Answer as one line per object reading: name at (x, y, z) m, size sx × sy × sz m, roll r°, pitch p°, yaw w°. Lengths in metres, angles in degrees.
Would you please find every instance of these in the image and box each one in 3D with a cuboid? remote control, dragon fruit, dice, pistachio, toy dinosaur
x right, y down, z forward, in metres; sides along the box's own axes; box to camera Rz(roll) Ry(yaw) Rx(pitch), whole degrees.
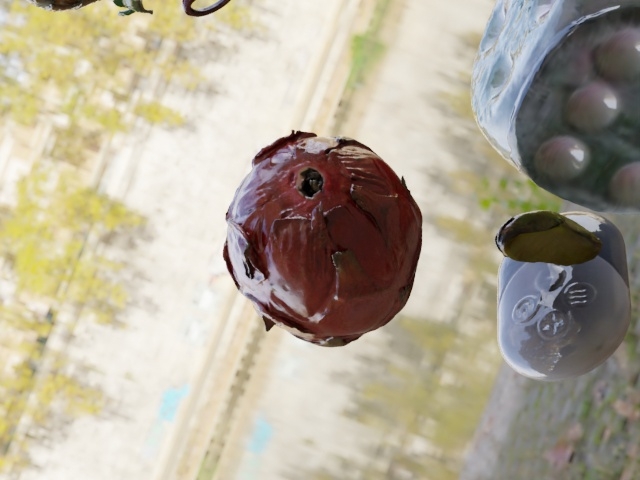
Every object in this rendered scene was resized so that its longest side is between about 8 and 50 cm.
remote control at (0.386, 0.085, 2.113) m, size 0.103 × 0.221 × 0.332 m, roll 54°, pitch -150°, yaw -37°
dragon fruit at (0.002, -0.001, 1.480) m, size 0.241 × 0.240 × 0.252 m, roll -73°, pitch -8°, yaw -53°
dice at (0.426, -0.257, 1.892) m, size 0.348 × 0.330 × 0.328 m, roll -83°, pitch 18°, yaw -54°
pistachio at (0.349, -0.010, 2.028) m, size 0.049 × 0.172 × 0.090 m, roll -101°, pitch 22°, yaw -48°
toy dinosaur at (-0.284, -0.368, 1.990) m, size 0.120 × 0.060 × 0.029 m, roll 96°, pitch 165°, yaw -72°

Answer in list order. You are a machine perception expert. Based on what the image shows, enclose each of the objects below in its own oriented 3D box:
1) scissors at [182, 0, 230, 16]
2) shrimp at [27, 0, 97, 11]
scissors at (-0.061, -0.354, 1.565) m, size 0.144 × 0.247 × 0.017 m, roll 72°, pitch 176°, yaw -57°
shrimp at (-0.320, -0.415, 1.828) m, size 0.062 × 0.164 × 0.317 m, roll -8°, pitch 17°, yaw 41°
